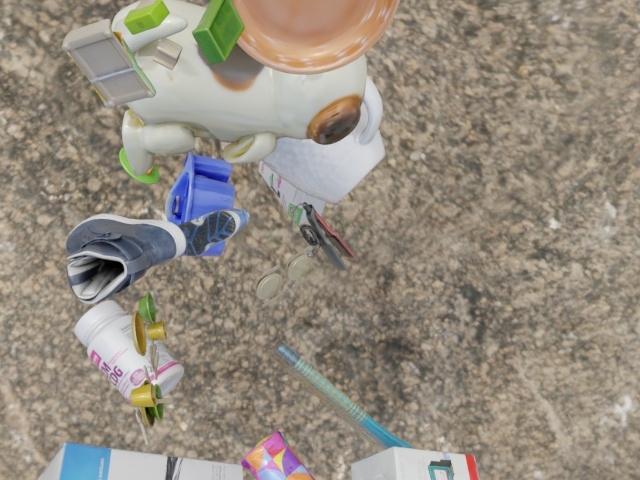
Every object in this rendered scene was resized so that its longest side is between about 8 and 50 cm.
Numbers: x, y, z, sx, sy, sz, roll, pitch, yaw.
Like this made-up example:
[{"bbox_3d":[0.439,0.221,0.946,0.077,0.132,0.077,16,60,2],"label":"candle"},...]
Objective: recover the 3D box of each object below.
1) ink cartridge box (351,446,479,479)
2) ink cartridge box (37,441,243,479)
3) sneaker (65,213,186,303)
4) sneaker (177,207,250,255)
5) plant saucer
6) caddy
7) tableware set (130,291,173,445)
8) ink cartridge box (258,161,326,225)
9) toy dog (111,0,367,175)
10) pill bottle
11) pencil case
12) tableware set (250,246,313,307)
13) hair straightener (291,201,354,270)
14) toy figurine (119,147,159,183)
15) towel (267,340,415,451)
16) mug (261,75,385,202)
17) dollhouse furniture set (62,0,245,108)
[{"bbox_3d":[0.186,0.431,0.999,0.231,0.078,0.134,17,141,-27],"label":"ink cartridge box"},{"bbox_3d":[-0.397,0.585,1.192,0.395,0.166,0.285,20,130,-29],"label":"ink cartridge box"},{"bbox_3d":[-0.340,0.024,0.838,0.226,0.163,0.086,-2,112,27],"label":"sneaker"},{"bbox_3d":[-0.240,-0.020,1.230,0.211,0.081,0.080,-13,100,36],"label":"sneaker"},{"bbox_3d":[-0.012,-0.275,0.602,0.200,0.037,0.200,-6,140,-5],"label":"plant saucer"},{"bbox_3d":[-0.373,-0.101,1.681,0.179,0.241,0.341,4,133,-20],"label":"caddy"},{"bbox_3d":[-0.178,0.127,0.593,0.024,0.154,0.104,-10,117,-6],"label":"tableware set"},{"bbox_3d":[-0.092,-0.225,1.935,0.117,0.278,0.201,-23,154,-27],"label":"ink cartridge box"},{"bbox_3d":[-0.123,-0.289,0.955,0.408,0.395,0.284,1,72,-8],"label":"toy dog"},{"bbox_3d":[-0.519,0.305,1.513,0.283,0.160,0.160,42,107,13],"label":"pill bottle"},{"bbox_3d":[-0.047,0.477,1.049,0.104,0.104,0.236,-43,74,13],"label":"pencil case"},{"bbox_3d":[-0.110,0.096,1.608,0.194,0.039,0.128,-31,138,-25],"label":"tableware set"},{"bbox_3d":[0.000,0.000,1.293,0.089,0.047,0.230,-57,135,-23],"label":"hair straightener"},{"bbox_3d":[-0.457,-0.268,1.570,0.159,0.173,0.130,-38,122,25],"label":"toy figurine"},{"bbox_3d":[0.034,0.362,1.289,0.370,0.271,0.040,41,73,0],"label":"towel"},{"bbox_3d":[0.000,-0.276,1.285,0.328,0.276,0.374,45,149,-3],"label":"mug"},{"bbox_3d":[-0.150,-0.180,0.509,0.151,0.058,0.076,-6,138,24],"label":"dollhouse furniture set"}]
